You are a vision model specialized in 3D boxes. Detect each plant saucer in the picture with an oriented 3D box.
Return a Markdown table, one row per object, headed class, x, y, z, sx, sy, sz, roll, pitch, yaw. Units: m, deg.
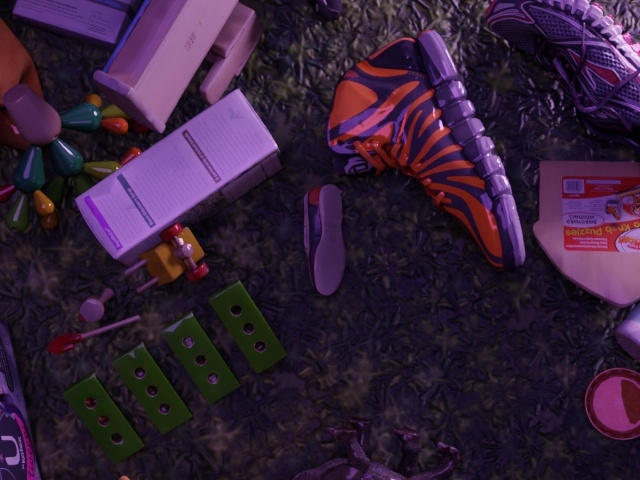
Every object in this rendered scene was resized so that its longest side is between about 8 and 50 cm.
| class | x | y | z | sx | sy | sz | roll | pitch | yaw |
| --- | --- | --- | --- | --- | --- | --- | --- | --- | --- |
| plant saucer | 0.350 | 0.191 | 1.225 | 0.084 | 0.013 | 0.083 | -1 | 79 | 3 |

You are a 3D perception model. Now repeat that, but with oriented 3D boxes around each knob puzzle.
| class | x | y | z | sx | sy | sz | roll | pitch | yaw |
| --- | --- | --- | --- | --- | --- | --- | --- | --- | --- |
| knob puzzle | 0.347 | -0.006 | 1.240 | 0.213 | 0.030 | 0.213 | -3 | 60 | 4 |

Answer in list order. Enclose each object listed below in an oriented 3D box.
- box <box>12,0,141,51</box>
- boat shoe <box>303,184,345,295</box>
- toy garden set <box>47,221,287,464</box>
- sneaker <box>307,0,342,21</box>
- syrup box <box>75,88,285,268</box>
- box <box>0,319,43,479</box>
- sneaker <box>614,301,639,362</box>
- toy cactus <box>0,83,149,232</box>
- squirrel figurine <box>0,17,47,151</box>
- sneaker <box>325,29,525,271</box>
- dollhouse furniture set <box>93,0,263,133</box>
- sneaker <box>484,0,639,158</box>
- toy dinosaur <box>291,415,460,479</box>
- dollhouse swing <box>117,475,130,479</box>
| class | x | y | z | sx | sy | sz | roll | pitch | yaw |
| --- | --- | --- | --- | --- | --- | --- | --- | --- | --- |
| box | -0.298 | -0.353 | 1.368 | 0.145 | 0.038 | 0.186 | 19 | 80 | 7 |
| boat shoe | 0.000 | 0.000 | 1.275 | 0.043 | 0.049 | 0.136 | -9 | 77 | 46 |
| toy garden set | -0.196 | 0.114 | 1.242 | 0.244 | 0.049 | 0.203 | -32 | 102 | 1 |
| sneaker | 0.020 | -0.410 | 1.327 | 0.108 | 0.100 | 0.271 | 1 | 79 | -1 |
| syrup box | -0.167 | -0.071 | 1.273 | 0.237 | 0.093 | 0.096 | -34 | 79 | -3 |
| box | -0.432 | 0.219 | 1.211 | 0.164 | 0.142 | 0.247 | -17 | 79 | 1 |
| sneaker | 0.480 | 0.133 | 1.187 | 0.256 | 0.094 | 0.151 | 42 | 81 | 9 |
| toy cactus | -0.317 | -0.117 | 1.259 | 0.219 | 0.180 | 0.112 | -42 | 45 | -12 |
| squirrel figurine | -0.511 | -0.277 | 1.197 | 0.281 | 0.370 | 0.396 | -7 | 78 | 4 |
| sneaker | 0.115 | -0.084 | 1.255 | 0.180 | 0.124 | 0.321 | -23 | 67 | 3 |
| dollhouse furniture set | -0.266 | -0.282 | 1.230 | 0.303 | 0.286 | 0.198 | 29 | 83 | 12 |
| sneaker | 0.323 | -0.198 | 1.248 | 0.299 | 0.121 | 0.112 | 35 | 81 | 10 |
| toy dinosaur | 0.073 | 0.295 | 1.190 | 0.314 | 0.121 | 0.160 | 10 | 92 | 1 |
| dollhouse swing | -0.177 | 0.484 | 1.082 | 0.347 | 0.315 | 0.305 | 43 | 74 | 10 |
